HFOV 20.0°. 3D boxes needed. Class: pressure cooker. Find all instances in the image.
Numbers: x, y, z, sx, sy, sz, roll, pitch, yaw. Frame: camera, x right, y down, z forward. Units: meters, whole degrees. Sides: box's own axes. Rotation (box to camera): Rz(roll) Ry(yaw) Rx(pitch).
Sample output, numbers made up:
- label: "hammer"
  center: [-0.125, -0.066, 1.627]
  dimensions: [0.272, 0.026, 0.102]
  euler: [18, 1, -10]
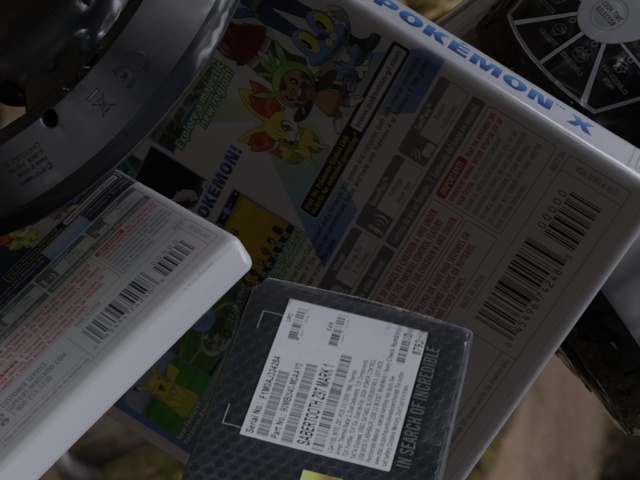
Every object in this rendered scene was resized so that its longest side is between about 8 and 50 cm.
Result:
- label: "pressure cooker"
  center: [0.296, -0.106, 1.394]
  dimensions: [0.370, 0.420, 0.375]
  euler: [54, 2, -16]

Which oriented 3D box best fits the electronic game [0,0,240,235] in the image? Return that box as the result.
- label: "electronic game"
  center: [-0.119, -0.099, 0.807]
  dimensions: [0.048, 0.229, 0.229]
  euler: [41, 23, -39]

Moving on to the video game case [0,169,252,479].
- label: "video game case"
  center: [-0.154, 0.043, 0.821]
  dimensions: [0.183, 0.201, 0.023]
  euler: [28, -22, 46]

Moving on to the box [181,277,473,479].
- label: "box"
  center: [-0.025, 0.151, 0.403]
  dimensions: [0.232, 0.059, 0.183]
  euler: [-70, 171, -47]

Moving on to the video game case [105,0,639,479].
- label: "video game case"
  center: [-0.015, 0.009, 1.022]
  dimensions: [0.300, 0.329, 0.036]
  euler: [32, 34, 3]
